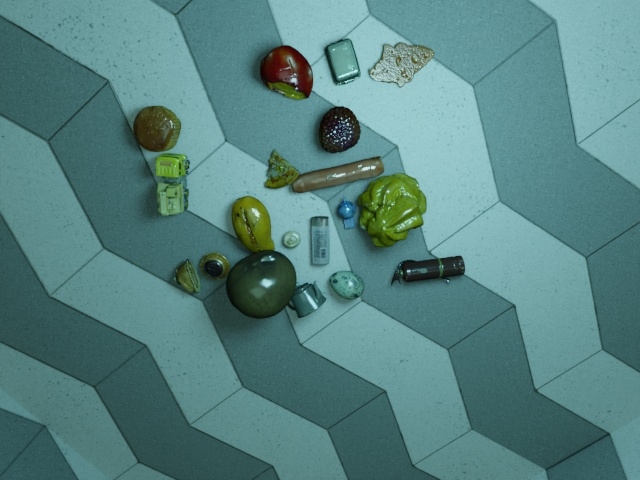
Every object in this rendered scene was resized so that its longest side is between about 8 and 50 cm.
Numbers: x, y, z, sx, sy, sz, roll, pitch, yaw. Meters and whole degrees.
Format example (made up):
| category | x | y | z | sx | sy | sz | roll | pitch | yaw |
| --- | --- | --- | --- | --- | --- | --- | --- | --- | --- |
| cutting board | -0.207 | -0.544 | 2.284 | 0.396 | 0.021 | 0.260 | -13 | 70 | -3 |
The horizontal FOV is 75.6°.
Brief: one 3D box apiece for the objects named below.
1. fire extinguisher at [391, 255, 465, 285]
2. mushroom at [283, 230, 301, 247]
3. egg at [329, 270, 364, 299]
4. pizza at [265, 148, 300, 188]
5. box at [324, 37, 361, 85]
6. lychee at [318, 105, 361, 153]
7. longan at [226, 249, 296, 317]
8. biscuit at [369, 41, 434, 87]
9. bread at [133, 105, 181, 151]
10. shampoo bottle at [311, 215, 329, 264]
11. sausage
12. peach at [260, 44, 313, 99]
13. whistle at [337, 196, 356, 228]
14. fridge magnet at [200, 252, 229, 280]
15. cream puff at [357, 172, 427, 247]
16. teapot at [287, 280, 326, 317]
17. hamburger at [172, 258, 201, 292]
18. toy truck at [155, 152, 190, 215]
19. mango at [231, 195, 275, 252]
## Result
| category | x | y | z | sx | sy | sz | roll | pitch | yaw |
| --- | --- | --- | --- | --- | --- | --- | --- | --- | --- |
| fire extinguisher | 0.501 | 0.150 | 1.953 | 0.341 | 0.105 | 0.141 | -8 | 105 | 0 |
| mushroom | -0.133 | -0.004 | 1.930 | 0.083 | 0.067 | 0.084 | 2 | 112 | 5 |
| egg | 0.124 | 0.209 | 1.960 | 0.172 | 0.132 | 0.132 | 22 | 106 | 6 |
| pizza | -0.176 | -0.321 | 1.824 | 0.184 | 0.036 | 0.176 | -5 | 97 | 28 |
| box | 0.094 | -0.737 | 1.695 | 0.124 | 0.093 | 0.172 | -19 | 106 | 6 |
| lychee | 0.079 | -0.468 | 1.729 | 0.188 | 0.188 | 0.188 | 0 | 107 | 0 |
| longan | -0.261 | 0.196 | 1.853 | 0.319 | 0.319 | 0.319 | 0 | 107 | 0 |
| biscuit | 0.337 | -0.740 | 1.721 | 0.280 | 0.043 | 0.183 | -20 | 109 | 1 |
| bread | -0.704 | -0.478 | 1.770 | 0.199 | 0.104 | 0.199 | 1 | 106 | 2 |
| shampoo bottle | 0.000 | 0.000 | 1.936 | 0.086 | 0.056 | 0.227 | -1 | 107 | 2 |
| sausage | 0.073 | -0.289 | 1.830 | 0.419 | 0.094 | 0.094 | -12 | 67 | 5 |
| peach | -0.133 | -0.662 | 1.672 | 0.190 | 0.196 | 0.226 | -20 | 106 | 41 |
| whistle | 0.124 | -0.122 | 1.885 | 0.090 | 0.090 | 0.158 | -13 | 106 | 4 |
| fridge magnet | -0.506 | 0.126 | 1.972 | 0.143 | 0.063 | 0.143 | 0 | 110 | 1 |
| cream puff | 0.305 | -0.147 | 1.786 | 0.323 | 0.270 | 0.274 | -38 | 98 | 9 |
| teapot | -0.085 | 0.269 | 1.978 | 0.239 | 0.162 | 0.149 | -29 | 97 | 39 |
| hamburger | -0.645 | 0.172 | 1.981 | 0.102 | 0.087 | 0.176 | -9 | 115 | 16 |
| toy truck | -0.660 | -0.241 | 1.813 | 0.124 | 0.157 | 0.272 | 6 | 107 | -1 |
| mango | -0.307 | -0.060 | 1.885 | 0.177 | 0.120 | 0.295 | -16 | 106 | 5 |
